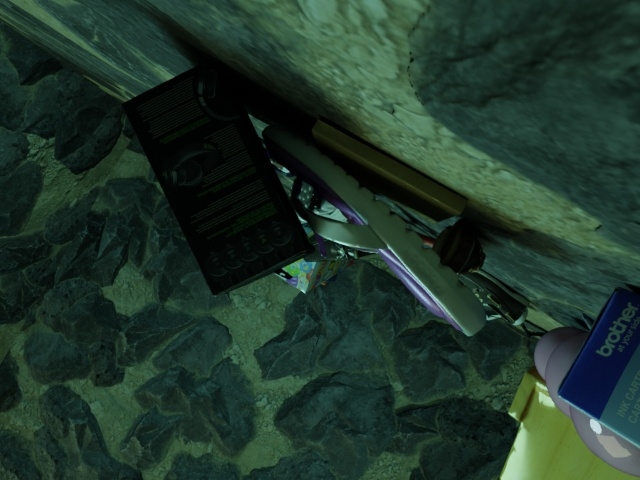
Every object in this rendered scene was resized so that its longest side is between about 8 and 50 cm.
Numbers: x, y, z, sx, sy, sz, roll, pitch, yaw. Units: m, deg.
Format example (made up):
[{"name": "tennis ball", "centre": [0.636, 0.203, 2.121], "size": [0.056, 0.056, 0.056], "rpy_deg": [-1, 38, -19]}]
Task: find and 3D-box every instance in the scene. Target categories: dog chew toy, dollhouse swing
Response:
[{"name": "dog chew toy", "centre": [0.516, 0.261, 0.820], "size": [0.206, 0.207, 0.332], "rpy_deg": [30, -172, -11]}, {"name": "dollhouse swing", "centre": [0.615, 0.463, 0.962], "size": [0.315, 0.305, 0.346], "rpy_deg": [-16, -153, -32]}]

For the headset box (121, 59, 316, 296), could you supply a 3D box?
[{"name": "headset box", "centre": [-0.121, -0.063, 0.656], "size": [0.283, 0.131, 0.246], "rpy_deg": [64, -179, 3]}]

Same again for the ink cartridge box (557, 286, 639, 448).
[{"name": "ink cartridge box", "centre": [0.440, 0.198, 0.439], "size": [0.270, 0.151, 0.395], "rpy_deg": [31, 178, -29]}]

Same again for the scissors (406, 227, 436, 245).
[{"name": "scissors", "centre": [0.137, -0.023, 0.859], "size": [0.297, 0.021, 0.109], "rpy_deg": [17, -174, -26]}]

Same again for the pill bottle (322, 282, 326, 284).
[{"name": "pill bottle", "centre": [0.040, 0.023, 1.496], "size": [0.130, 0.246, 0.130], "rpy_deg": [30, 179, 0]}]

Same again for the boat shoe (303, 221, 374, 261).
[{"name": "boat shoe", "centre": [0.065, 0.005, 0.941], "size": [0.073, 0.223, 0.080], "rpy_deg": [-112, 10, -49]}]

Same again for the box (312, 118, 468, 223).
[{"name": "box", "centre": [0.084, -0.084, 0.599], "size": [0.201, 0.021, 0.164], "rpy_deg": [31, 180, 3]}]

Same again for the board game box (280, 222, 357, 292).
[{"name": "board game box", "centre": [0.000, 0.000, 1.140], "size": [0.144, 0.142, 0.275], "rpy_deg": [30, -153, 21]}]

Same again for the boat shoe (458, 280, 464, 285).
[{"name": "boat shoe", "centre": [0.352, 0.114, 1.300], "size": [0.341, 0.121, 0.110], "rpy_deg": [40, -152, -72]}]

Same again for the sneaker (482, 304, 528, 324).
[{"name": "sneaker", "centre": [0.460, 0.163, 1.245], "size": [0.121, 0.079, 0.217], "rpy_deg": [34, 171, -9]}]

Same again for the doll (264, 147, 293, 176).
[{"name": "doll", "centre": [-0.104, -0.178, 1.011], "size": [0.188, 0.046, 0.129], "rpy_deg": [24, 172, -10]}]

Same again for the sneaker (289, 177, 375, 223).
[{"name": "sneaker", "centre": [0.007, -0.074, 0.921], "size": [0.118, 0.110, 0.292], "rpy_deg": [14, 177, -22]}]

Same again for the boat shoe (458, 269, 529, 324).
[{"name": "boat shoe", "centre": [0.386, 0.122, 1.046], "size": [0.227, 0.069, 0.081], "rpy_deg": [30, 180, -17]}]

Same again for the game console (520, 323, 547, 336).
[{"name": "game console", "centre": [0.753, 0.304, 1.592], "size": [0.122, 0.071, 0.107], "rpy_deg": [32, -151, -58]}]

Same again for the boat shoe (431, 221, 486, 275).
[{"name": "boat shoe", "centre": [0.214, 0.017, 0.682], "size": [0.073, 0.073, 0.207], "rpy_deg": [28, -173, 9]}]

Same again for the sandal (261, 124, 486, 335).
[{"name": "sandal", "centre": [0.039, -0.014, 0.615], "size": [0.416, 0.102, 0.169], "rpy_deg": [44, 180, 21]}]

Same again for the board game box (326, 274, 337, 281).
[{"name": "board game box", "centre": [-0.041, 0.077, 1.164], "size": [0.168, 0.033, 0.133], "rpy_deg": [7, -152, -27]}]
